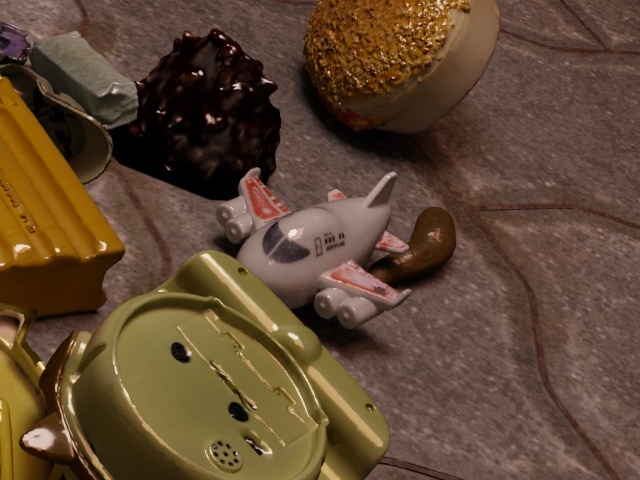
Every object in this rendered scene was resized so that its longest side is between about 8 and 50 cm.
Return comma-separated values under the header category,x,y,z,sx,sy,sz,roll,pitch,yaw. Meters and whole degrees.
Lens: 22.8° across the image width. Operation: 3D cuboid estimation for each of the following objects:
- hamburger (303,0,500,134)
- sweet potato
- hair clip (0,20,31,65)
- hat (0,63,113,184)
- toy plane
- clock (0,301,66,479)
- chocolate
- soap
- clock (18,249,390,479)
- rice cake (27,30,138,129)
category,x,y,z,sx,sy,sz,roll,pitch,yaw
hamburger,0.102,-0.283,2.157,0.179,0.294,0.276,29,29,-35
sweet potato,0.122,0.014,1.960,0.069,0.059,0.249,15,33,22
hair clip,-0.452,-0.281,2.004,0.195,0.052,0.124,28,39,-4
hat,-0.299,-0.140,1.839,0.166,0.122,0.081,22,35,38
toy plane,-0.001,0.003,1.837,0.252,0.118,0.252,12,40,-10
clock,-0.358,0.164,1.426,0.277,0.071,0.293,19,39,-26
chocolate,-0.134,-0.188,1.964,0.224,0.177,0.206,23,33,-6
soap,-0.371,-0.053,1.696,0.204,0.096,0.324,-5,43,-38
clock,-0.115,0.169,1.484,0.286,0.117,0.348,46,32,11
rice cake,-0.288,-0.198,1.940,0.069,0.063,0.206,-19,37,-28
